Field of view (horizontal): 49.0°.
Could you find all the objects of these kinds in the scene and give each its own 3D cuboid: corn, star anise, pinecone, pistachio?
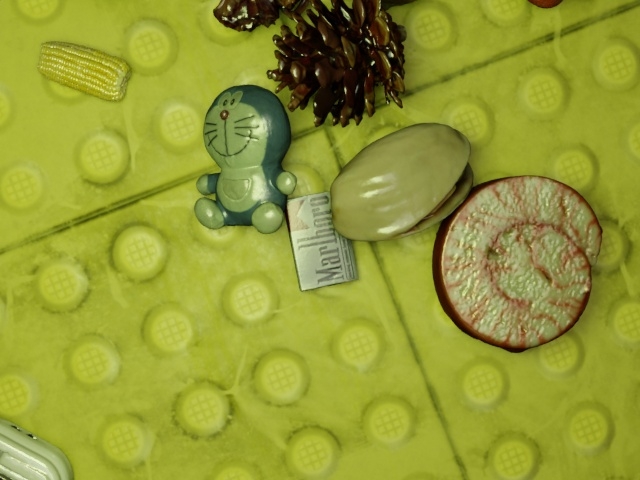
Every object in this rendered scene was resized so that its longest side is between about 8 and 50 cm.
[{"bbox_3d":[-0.439,-0.315,1.302,0.165,0.063,0.085,15,113,-1],"label":"corn"},{"bbox_3d":[-0.080,-0.449,1.257,0.220,0.190,0.126,-18,115,39],"label":"star anise"},{"bbox_3d":[0.031,-0.312,1.238,0.264,0.264,0.264,0,90,-3],"label":"pinecone"},{"bbox_3d":[0.146,-0.100,1.268,0.288,0.166,0.197,-29,50,-2],"label":"pistachio"}]

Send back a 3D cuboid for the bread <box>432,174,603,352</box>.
[{"bbox_3d":[0.358,0.038,1.312,0.295,0.114,0.327,19,90,-3],"label":"bread"}]

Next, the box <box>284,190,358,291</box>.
[{"bbox_3d":[0.000,0.000,1.334,0.115,0.036,0.177,-10,90,-4],"label":"box"}]

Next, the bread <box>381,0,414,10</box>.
[{"bbox_3d":[0.139,-0.533,1.245,0.239,0.252,0.196,-3,85,-8],"label":"bread"}]

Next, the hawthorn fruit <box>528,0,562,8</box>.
[{"bbox_3d":[0.423,-0.504,1.322,0.128,0.128,0.128,0,90,-3],"label":"hawthorn fruit"}]

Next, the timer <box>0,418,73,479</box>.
[{"bbox_3d":[-0.596,0.469,1.275,0.237,0.087,0.262,30,89,-3],"label":"timer"}]

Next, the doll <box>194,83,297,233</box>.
[{"bbox_3d":[-0.130,-0.149,1.263,0.228,0.154,0.258,3,104,37],"label":"doll"}]
